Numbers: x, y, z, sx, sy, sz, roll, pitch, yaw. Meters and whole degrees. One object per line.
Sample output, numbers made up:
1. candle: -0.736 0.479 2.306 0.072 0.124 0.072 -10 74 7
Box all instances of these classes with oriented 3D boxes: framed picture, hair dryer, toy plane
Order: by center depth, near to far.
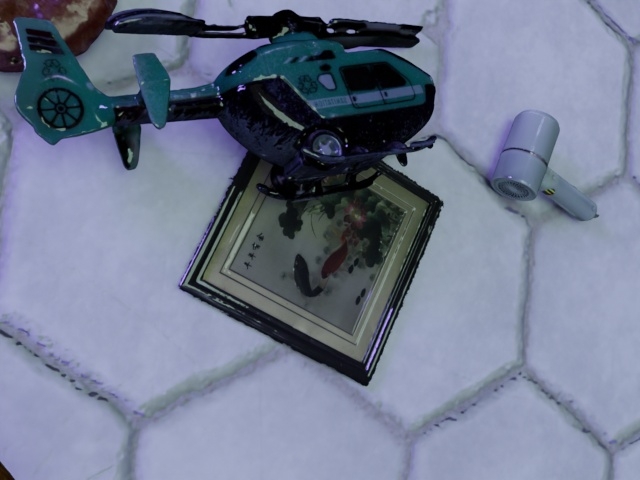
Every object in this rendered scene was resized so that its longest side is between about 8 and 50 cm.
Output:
1. toy plane: -0.042 -0.114 0.624 0.382 0.106 0.155 -11 79 -28
2. framed picture: 0.000 0.000 0.691 0.199 0.010 0.195 30 73 -19
3. hair dryer: 0.238 -0.063 0.792 0.137 0.047 0.082 32 72 -25

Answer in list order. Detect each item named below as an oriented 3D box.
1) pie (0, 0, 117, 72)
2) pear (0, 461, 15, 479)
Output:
1. pie: -0.236 -0.212 0.578 0.182 0.050 0.182 0 90 -27
2. pear: -0.275 0.212 0.400 0.281 0.281 0.280 3 84 -25
